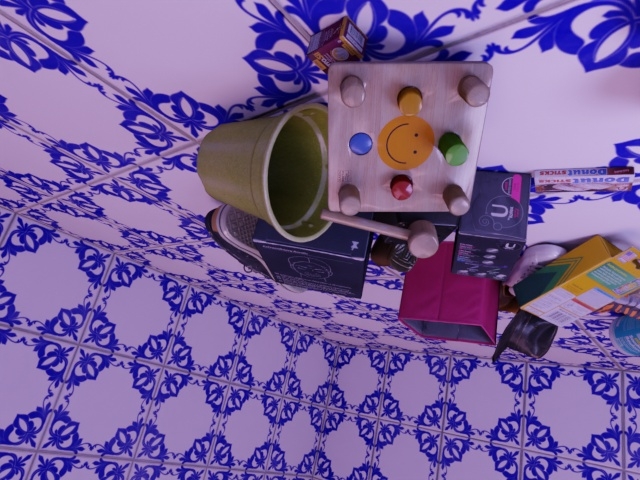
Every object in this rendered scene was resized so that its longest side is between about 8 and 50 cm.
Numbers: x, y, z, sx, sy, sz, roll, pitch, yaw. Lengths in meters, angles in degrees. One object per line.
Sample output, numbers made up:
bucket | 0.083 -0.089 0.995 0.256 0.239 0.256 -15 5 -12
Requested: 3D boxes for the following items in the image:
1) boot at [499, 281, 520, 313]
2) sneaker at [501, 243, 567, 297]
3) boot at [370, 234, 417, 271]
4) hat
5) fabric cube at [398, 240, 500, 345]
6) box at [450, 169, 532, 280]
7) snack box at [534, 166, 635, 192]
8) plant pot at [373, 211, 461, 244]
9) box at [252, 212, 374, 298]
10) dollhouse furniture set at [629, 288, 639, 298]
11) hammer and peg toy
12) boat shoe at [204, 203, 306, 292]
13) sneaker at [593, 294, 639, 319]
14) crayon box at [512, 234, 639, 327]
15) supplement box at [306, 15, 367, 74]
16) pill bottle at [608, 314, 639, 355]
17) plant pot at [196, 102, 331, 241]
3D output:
boot | 0.675 0.207 1.663 0.211 0.104 0.295 10 169 -9
sneaker | 0.631 0.104 1.380 0.105 0.123 0.290 15 159 1
boot | 0.229 -0.026 1.273 0.089 0.236 0.269 36 -179 -4
hat | 0.693 0.289 1.507 0.133 0.331 0.331 34 170 27
fabric cube | 0.419 0.167 1.479 0.258 0.258 0.254 0 157 31
box | 0.398 -0.027 1.107 0.143 0.165 0.270 8 159 15
snack box | 0.543 -0.125 0.967 0.178 0.022 0.064 2 156 28
plant pot | 0.211 -0.086 1.016 0.187 0.167 0.188 4 161 -7
box | 0.000 0.000 1.356 0.293 0.212 0.395 11 160 7
dollhouse furniture set | 0.984 0.157 1.288 0.183 0.129 0.129 17 159 -10
hammer and peg toy | 0.131 -0.116 0.797 0.265 0.127 0.362 1 122 0
boat shoe | -0.197 0.027 1.609 0.155 0.187 0.500 2 152 41
sneaker | 0.953 0.189 1.442 0.320 0.125 0.180 26 162 -5
crayon box | 0.727 0.108 1.269 0.203 0.083 0.323 24 133 -27
supplement box | 0.026 -0.314 0.753 0.083 0.043 0.055 -8 153 45
pill bottle | 1.121 0.305 1.573 0.146 0.146 0.264 12 160 2
plant pot | -0.116 -0.155 1.000 0.253 0.276 0.276 13 163 35
